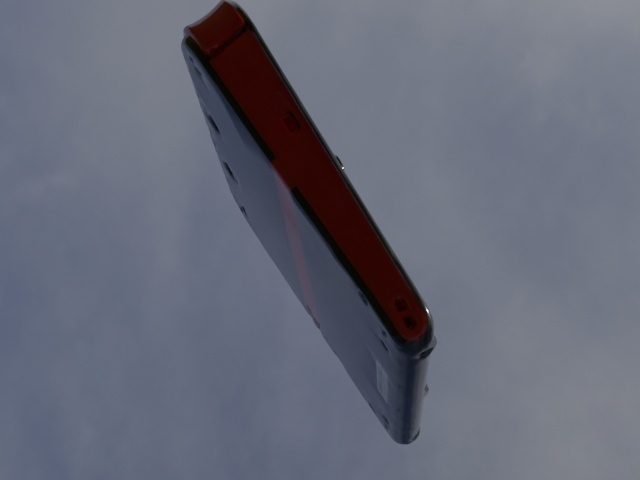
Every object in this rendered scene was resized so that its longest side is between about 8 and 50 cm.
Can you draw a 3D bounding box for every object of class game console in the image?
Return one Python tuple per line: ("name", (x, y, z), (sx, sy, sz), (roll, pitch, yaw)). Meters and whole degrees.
("game console", (0.000, 0.000, 0.905), (0.060, 0.386, 0.342), (-32, -111, -8))
